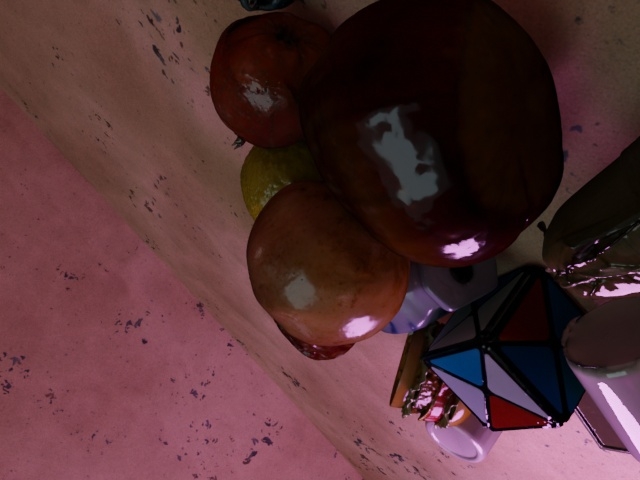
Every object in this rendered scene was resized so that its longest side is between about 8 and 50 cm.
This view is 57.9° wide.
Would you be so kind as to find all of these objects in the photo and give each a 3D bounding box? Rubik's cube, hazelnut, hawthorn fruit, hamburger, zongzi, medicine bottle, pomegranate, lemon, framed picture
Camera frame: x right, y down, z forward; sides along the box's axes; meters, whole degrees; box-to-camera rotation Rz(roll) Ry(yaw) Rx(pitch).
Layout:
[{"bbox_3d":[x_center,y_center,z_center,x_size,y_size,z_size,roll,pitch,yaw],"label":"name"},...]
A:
[{"bbox_3d":[0.416,0.237,1.254,0.248,0.246,0.250,47,151,-1],"label":"Rubik's cube"},{"bbox_3d":[0.181,-0.178,0.909,0.429,0.402,0.402,48,152,-24],"label":"hazelnut"},{"bbox_3d":[-0.105,-0.297,1.169,0.276,0.276,0.307,43,134,2],"label":"hawthorn fruit"},{"bbox_3d":[0.307,0.336,1.461,0.212,0.274,0.274,17,145,8],"label":"hamburger"},{"bbox_3d":[0.574,0.047,0.781,0.467,0.218,0.500,43,138,7],"label":"zongzi"},{"bbox_3d":[0.643,0.300,1.086,0.378,0.213,0.214,52,150,-13],"label":"medicine bottle"},{"bbox_3d":[-0.001,0.053,1.141,0.338,0.338,0.338,31,148,22],"label":"pomegranate"},{"bbox_3d":[-0.052,-0.119,1.367,0.268,0.268,0.321,16,144,40],"label":"lemon"},{"bbox_3d":[0.686,0.393,1.348,0.314,0.024,0.232,53,150,-14],"label":"framed picture"}]

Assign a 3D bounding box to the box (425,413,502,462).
[{"bbox_3d":[0.403,0.486,1.629,0.262,0.206,0.291,45,148,0],"label":"box"}]

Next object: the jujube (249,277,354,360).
[{"bbox_3d":[-0.033,0.182,1.727,0.377,0.276,0.276,42,151,-10],"label":"jujube"}]

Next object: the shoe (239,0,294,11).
[{"bbox_3d":[-0.120,-0.498,1.132,0.207,0.106,0.091,24,144,41],"label":"shoe"}]

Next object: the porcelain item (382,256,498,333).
[{"bbox_3d":[0.217,0.108,1.352,0.178,0.243,0.405,64,155,5],"label":"porcelain item"}]
